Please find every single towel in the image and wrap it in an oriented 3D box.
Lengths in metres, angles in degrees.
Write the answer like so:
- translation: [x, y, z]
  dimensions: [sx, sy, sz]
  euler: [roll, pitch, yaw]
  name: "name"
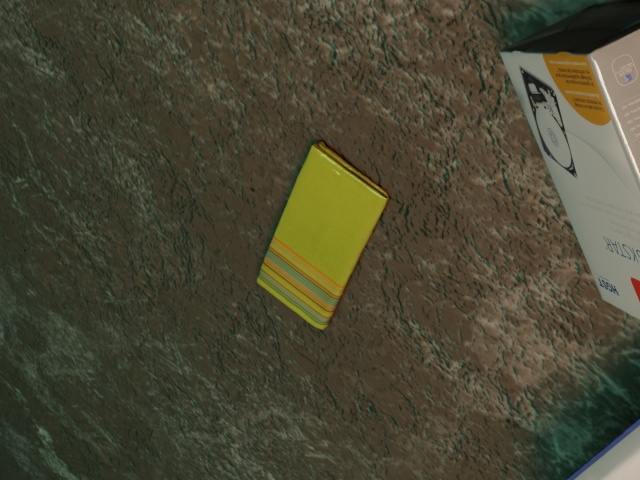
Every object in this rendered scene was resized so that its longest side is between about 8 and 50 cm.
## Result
- translation: [0.000, 0.000, 1.226]
  dimensions: [0.102, 0.021, 0.237]
  euler: [36, 137, 11]
  name: "towel"

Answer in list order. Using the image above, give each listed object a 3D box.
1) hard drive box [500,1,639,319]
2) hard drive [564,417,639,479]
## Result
- translation: [0.243, -0.054, 0.823]
  dimensions: [0.232, 0.089, 0.181]
  euler: [64, 176, -13]
  name: "hard drive box"
- translation: [0.345, 0.190, 0.916]
  dimensions: [0.210, 0.040, 0.319]
  euler: [14, 140, -14]
  name: "hard drive"
